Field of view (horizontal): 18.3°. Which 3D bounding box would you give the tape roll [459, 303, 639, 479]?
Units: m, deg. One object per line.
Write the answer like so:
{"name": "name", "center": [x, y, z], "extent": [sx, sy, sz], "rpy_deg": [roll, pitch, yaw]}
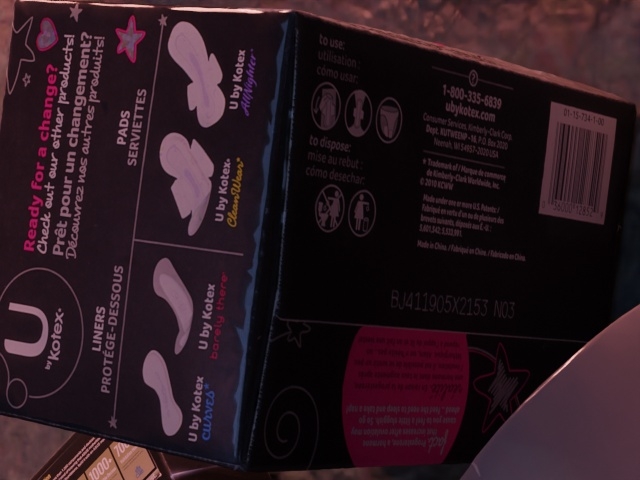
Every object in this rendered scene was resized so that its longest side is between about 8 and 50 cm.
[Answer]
{"name": "tape roll", "center": [0.123, 0.114, 0.708], "extent": [0.072, 0.219, 0.219], "rpy_deg": [42, 111, 30]}

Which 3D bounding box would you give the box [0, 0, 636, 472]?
{"name": "box", "center": [0.000, 0.000, 0.791], "extent": [0.142, 0.247, 0.163], "rpy_deg": [7, 90, 36]}

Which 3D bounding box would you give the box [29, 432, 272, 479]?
{"name": "box", "center": [-0.094, 0.181, 0.937], "extent": [0.180, 0.077, 0.147], "rpy_deg": [-47, 53, 21]}
